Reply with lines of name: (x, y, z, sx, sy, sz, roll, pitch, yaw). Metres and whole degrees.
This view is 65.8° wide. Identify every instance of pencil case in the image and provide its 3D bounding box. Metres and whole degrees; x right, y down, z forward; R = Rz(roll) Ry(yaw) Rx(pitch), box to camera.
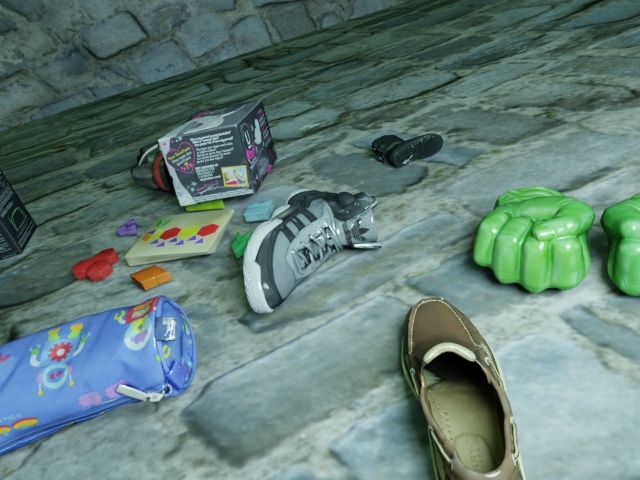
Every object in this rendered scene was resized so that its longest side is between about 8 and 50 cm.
pencil case: (-0.295, 0.163, 0.574, 0.305, 0.120, 0.133, -18, 40, -3)

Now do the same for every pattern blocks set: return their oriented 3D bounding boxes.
pattern blocks set: (-0.255, -0.006, 0.902, 0.324, 0.026, 0.285, 0, 35, 25)

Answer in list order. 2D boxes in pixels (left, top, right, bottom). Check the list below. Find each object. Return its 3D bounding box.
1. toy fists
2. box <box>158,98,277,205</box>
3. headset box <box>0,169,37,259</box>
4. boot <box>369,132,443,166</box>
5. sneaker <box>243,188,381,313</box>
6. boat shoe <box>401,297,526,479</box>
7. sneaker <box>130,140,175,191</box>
toy fists: (0.322, -0.003, 0.573, 0.278, 0.096, 0.142, 3, 38, 26)
box: (-0.201, -0.189, 1.020, 0.163, 0.142, 0.247, -8, 24, 10)
headset box: (-0.789, -0.078, 1.015, 0.246, 0.283, 0.131, -19, 32, -4)
boot: (0.167, -0.188, 0.978, 0.121, 0.045, 0.099, -24, 30, -11)
sneaker: (0.000, 0.000, 0.704, 0.152, 0.101, 0.269, -4, 31, 23)
boat shoe: (0.129, 0.126, 0.458, 0.095, 0.095, 0.258, -14, 32, 4)
sneaker: (-0.362, -0.208, 1.195, 0.134, 0.098, 0.276, -3, 35, 16)
